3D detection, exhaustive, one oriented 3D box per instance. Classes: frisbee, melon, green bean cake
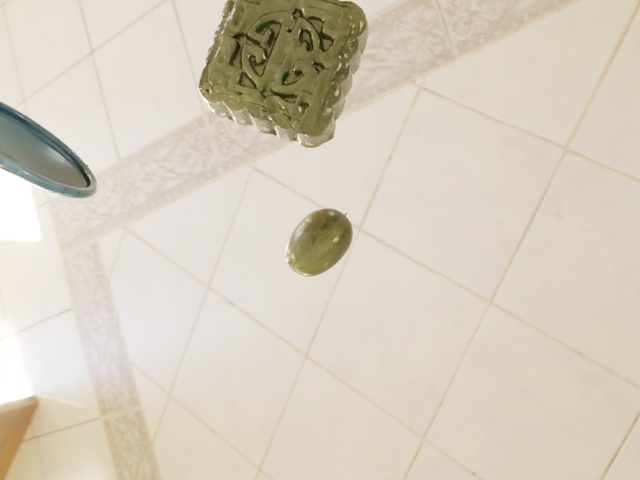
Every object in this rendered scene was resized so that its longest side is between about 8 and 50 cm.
[{"bbox_3d":[-0.423,-0.127,1.012,0.242,0.242,0.045,41,99,24],"label":"frisbee"},{"bbox_3d":[0.000,0.000,1.478,0.114,0.114,0.167,33,71,27],"label":"melon"},{"bbox_3d":[-0.047,-0.228,0.926,0.183,0.094,0.185,20,89,5],"label":"green bean cake"}]
